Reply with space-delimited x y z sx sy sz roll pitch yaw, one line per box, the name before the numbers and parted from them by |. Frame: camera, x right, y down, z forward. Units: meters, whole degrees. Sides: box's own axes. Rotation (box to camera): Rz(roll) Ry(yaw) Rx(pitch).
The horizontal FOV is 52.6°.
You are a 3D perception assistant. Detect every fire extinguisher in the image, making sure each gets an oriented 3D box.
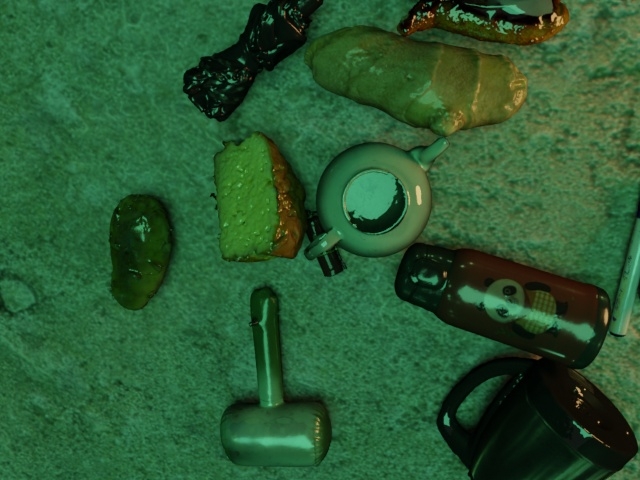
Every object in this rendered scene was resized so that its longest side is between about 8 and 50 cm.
fire extinguisher | 0.000 0.000 1.153 0.056 0.039 0.132 -19 99 21

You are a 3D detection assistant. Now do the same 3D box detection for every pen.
pen | 0.529 0.034 1.089 0.033 0.033 0.268 9 105 6

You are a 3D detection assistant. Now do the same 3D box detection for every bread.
bread | 0.245 -0.364 0.999 0.269 0.095 0.139 2 71 6
bread | -0.100 -0.059 1.097 0.143 0.139 0.228 -15 67 20

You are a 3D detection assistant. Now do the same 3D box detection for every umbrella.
umbrella | -0.107 -0.314 1.057 0.272 0.122 0.110 -38 73 23

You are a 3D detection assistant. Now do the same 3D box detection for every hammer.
hammer | -0.092 0.253 1.197 0.207 0.119 0.335 -4 96 7

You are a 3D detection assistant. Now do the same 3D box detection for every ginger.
ginger | 0.145 -0.254 1.023 0.354 0.126 0.189 17 63 11

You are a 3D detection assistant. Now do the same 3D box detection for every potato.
potato | -0.332 0.023 1.180 0.118 0.090 0.225 16 108 20

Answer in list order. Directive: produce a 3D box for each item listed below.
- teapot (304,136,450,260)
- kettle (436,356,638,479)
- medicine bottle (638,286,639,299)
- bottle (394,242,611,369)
teapot | 0.088 -0.065 1.071 0.294 0.129 0.193 -41 93 6
kettle | 0.347 0.353 1.107 0.251 0.207 0.271 32 113 -7
medicine bottle | 0.582 0.008 1.056 0.090 0.054 0.208 3 105 -17
bottle | 0.291 0.100 1.084 0.337 0.144 0.143 17 105 6
